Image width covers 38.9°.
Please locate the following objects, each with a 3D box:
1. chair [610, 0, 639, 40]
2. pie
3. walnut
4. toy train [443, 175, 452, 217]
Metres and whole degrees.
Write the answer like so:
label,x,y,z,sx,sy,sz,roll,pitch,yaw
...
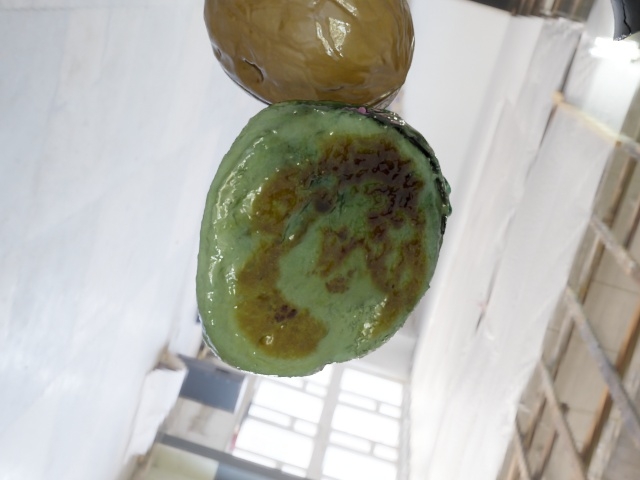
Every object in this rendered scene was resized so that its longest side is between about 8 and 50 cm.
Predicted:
label,x,y,z,sx,sy,sz,roll,pitch,yaw
chair,0.346,-0.340,0.960,0.140,0.145,0.221,-46,116,-84
pie,0.000,0.000,0.712,0.054,0.240,0.240,32,-71,54
walnut,-0.009,-0.186,0.797,0.167,0.207,0.167,-40,151,-27
toy train,0.041,-0.059,1.218,0.167,0.238,0.299,-32,170,-17
